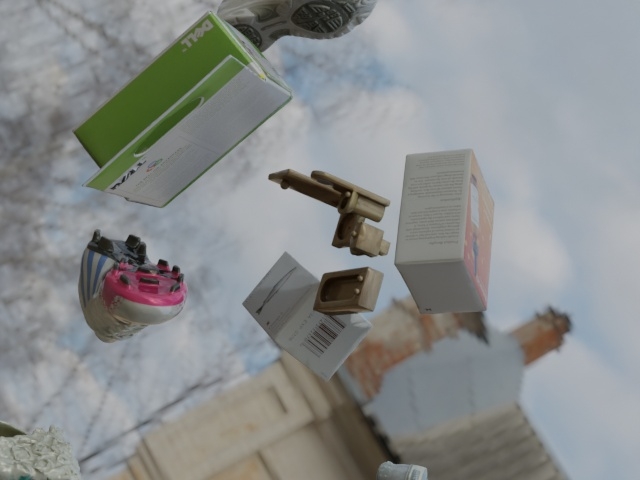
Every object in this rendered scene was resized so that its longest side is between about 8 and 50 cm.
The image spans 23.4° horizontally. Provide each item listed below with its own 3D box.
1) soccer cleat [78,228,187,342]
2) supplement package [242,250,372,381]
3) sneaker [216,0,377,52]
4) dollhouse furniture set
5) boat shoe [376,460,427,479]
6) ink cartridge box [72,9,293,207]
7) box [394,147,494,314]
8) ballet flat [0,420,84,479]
[{"bbox_3d":[-0.259,0.087,2.105,0.331,0.116,0.143,-143,-117,-69],"label":"soccer cleat"},{"bbox_3d":[-0.021,0.103,2.154,0.105,0.105,0.179,39,0,-22],"label":"supplement package"},{"bbox_3d":[-0.037,-0.315,1.976,0.090,0.232,0.115,58,30,-49],"label":"sneaker"},{"bbox_3d":[0.000,0.000,1.903,0.144,0.123,0.151,-10,-120,61],"label":"dollhouse furniture set"},{"bbox_3d":[0.112,0.375,2.295,0.081,0.079,0.227,16,-24,9],"label":"boat shoe"},{"bbox_3d":[-0.147,-0.133,1.503,0.097,0.189,0.255,51,6,9],"label":"ink cartridge box"},{"bbox_3d":[0.161,-0.010,1.975,0.130,0.091,0.170,60,31,-53],"label":"box"},{"bbox_3d":[-0.521,0.296,2.058,0.147,0.409,0.147,-173,-90,-68],"label":"ballet flat"}]
